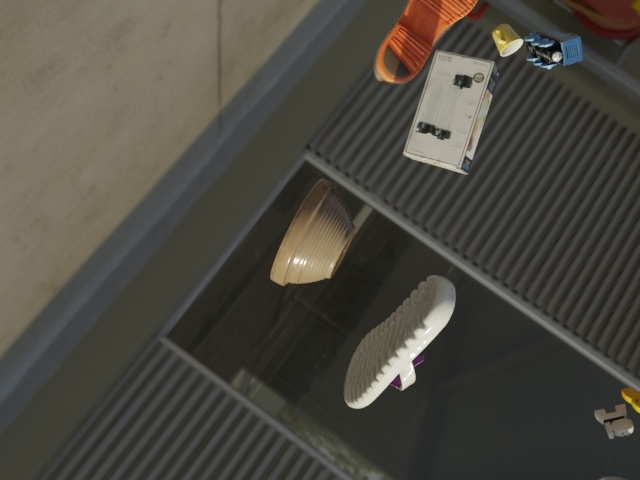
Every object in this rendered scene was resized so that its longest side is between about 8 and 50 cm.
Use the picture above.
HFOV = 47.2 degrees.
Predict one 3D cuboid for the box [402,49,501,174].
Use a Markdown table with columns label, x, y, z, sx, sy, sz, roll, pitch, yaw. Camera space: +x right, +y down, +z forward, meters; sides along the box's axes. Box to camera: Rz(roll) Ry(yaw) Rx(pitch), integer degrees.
| label | x | y | z | sx | sy | sz | roll | pitch | yaw |
| --- | --- | --- | --- | --- | --- | --- | --- | --- | --- |
| box | 0.345 | -0.337 | 1.928 | 0.087 | 0.169 | 0.290 | 11 | 96 | -65 |

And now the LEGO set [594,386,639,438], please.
| label | x | y | z | sx | sy | sz | roll | pitch | yaw |
| --- | --- | --- | --- | --- | --- | --- | --- | --- | --- |
| LEGO set | 0.608 | 0.302 | 1.283 | 0.087 | 0.227 | 0.093 | 62 | 17 | -44 |

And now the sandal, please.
| label | x | y | z | sx | sy | sz | roll | pitch | yaw |
| --- | --- | --- | --- | --- | --- | --- | --- | --- | --- |
| sandal | 0.162 | 0.227 | 1.441 | 0.416 | 0.102 | 0.169 | -54 | -164 | 48 |

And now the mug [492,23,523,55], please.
| label | x | y | z | sx | sy | sz | roll | pitch | yaw |
| --- | --- | --- | --- | --- | --- | --- | --- | --- | --- |
| mug | 0.459 | -0.505 | 1.814 | 0.062 | 0.064 | 0.078 | -28 | 163 | 7 |

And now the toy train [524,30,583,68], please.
| label | x | y | z | sx | sy | sz | roll | pitch | yaw |
| --- | --- | --- | --- | --- | --- | --- | --- | --- | --- |
| toy train | 0.599 | -0.498 | 1.894 | 0.105 | 0.080 | 0.184 | -15 | -155 | 0 |

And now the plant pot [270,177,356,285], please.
| label | x | y | z | sx | sy | sz | roll | pitch | yaw |
| --- | --- | --- | --- | --- | --- | --- | --- | --- | --- |
| plant pot | 0.000 | 0.000 | 1.499 | 0.237 | 0.109 | 0.237 | -62 | 174 | -12 |

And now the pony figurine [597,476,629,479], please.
| label | x | y | z | sx | sy | sz | roll | pitch | yaw |
| --- | --- | --- | --- | --- | --- | --- | --- | --- | --- |
| pony figurine | 0.641 | 0.567 | 1.288 | 0.363 | 0.303 | 0.351 | -10 | 167 | 38 |

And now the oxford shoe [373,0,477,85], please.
| label | x | y | z | sx | sy | sz | roll | pitch | yaw |
| --- | --- | --- | --- | --- | --- | --- | --- | --- | --- |
| oxford shoe | 0.231 | -0.497 | 1.610 | 0.364 | 0.130 | 0.133 | -50 | -170 | -4 |
